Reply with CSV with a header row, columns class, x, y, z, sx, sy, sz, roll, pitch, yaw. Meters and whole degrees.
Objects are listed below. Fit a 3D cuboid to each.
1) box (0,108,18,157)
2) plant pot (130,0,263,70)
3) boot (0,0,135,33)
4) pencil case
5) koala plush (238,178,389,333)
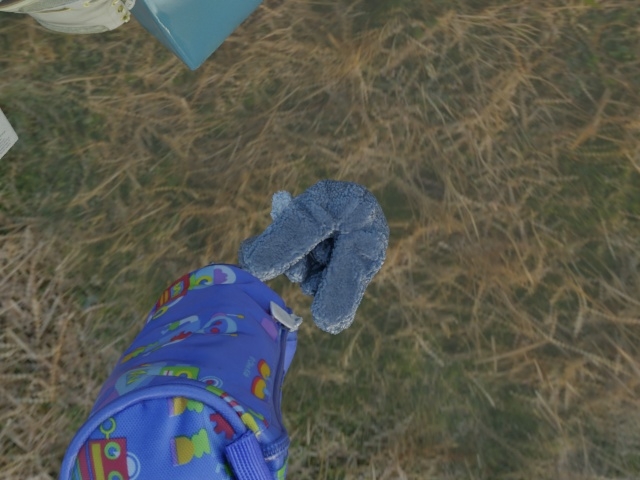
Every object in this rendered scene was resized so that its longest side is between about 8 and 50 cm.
class,x,y,z,sx,sy,sz,roll,pitch,yaw
box,-0.512,-0.198,1.387,0.094,0.113,0.275,20,149,29
plant pot,-0.231,-0.410,1.591,0.166,0.234,0.165,-46,57,-2
boot,-0.199,-0.254,1.016,0.213,0.165,0.077,-14,87,8
pencil case,-0.077,0.106,0.716,0.133,0.306,0.119,-23,101,5
koala plush,0.000,0.000,1.609,0.196,0.221,0.203,36,91,-8
